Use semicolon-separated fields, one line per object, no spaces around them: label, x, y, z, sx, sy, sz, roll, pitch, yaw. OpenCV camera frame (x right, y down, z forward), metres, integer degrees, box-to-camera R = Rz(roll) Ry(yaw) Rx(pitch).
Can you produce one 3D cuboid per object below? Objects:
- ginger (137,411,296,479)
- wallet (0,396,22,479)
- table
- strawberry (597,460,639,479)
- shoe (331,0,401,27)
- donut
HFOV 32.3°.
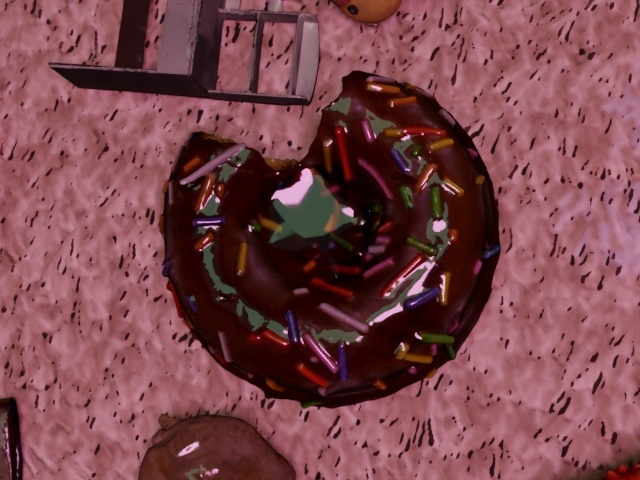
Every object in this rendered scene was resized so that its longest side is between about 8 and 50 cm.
ginger;-0.076;0.214;0.701;0.104;0.080;0.204;8;81;2
wallet;-0.326;0.184;0.758;0.255;0.031;0.137;-6;81;6
table;-0.087;-0.176;0.769;0.175;0.062;0.146;5;82;10
strawberry;0.194;0.209;0.680;0.208;0.087;0.167;-19;100;-22
shoe;0.056;-0.196;0.750;0.072;0.069;0.109;23;70;46
donut;0.001;0.000;0.714;0.230;0.096;0.216;-4;81;5
